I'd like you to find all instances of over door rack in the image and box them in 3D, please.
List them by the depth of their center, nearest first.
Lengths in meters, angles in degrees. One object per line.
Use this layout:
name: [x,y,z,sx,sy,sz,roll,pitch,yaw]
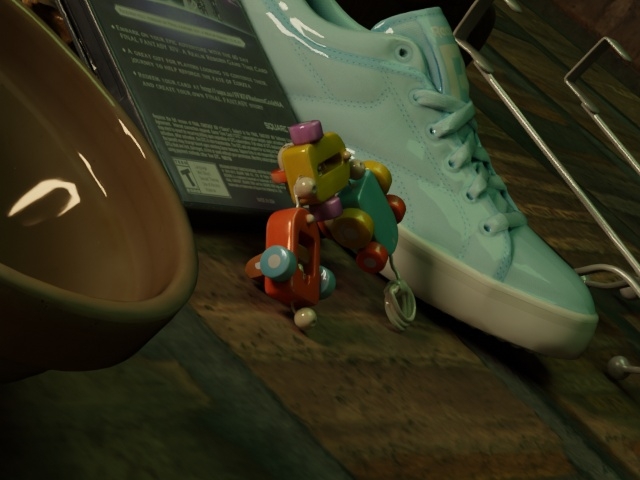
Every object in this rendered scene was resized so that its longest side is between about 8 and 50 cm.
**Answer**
over door rack: [0.224,-0.027,1.444,0.239,0.108,0.324,9,53,-58]

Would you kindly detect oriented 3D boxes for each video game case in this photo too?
video game case: [-0.093,-0.128,1.091,0.196,0.026,0.274,5,55,-62]

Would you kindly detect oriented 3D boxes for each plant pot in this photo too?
plant pot: [-0.167,-0.025,0.637,0.237,0.110,0.237,41,17,-16]

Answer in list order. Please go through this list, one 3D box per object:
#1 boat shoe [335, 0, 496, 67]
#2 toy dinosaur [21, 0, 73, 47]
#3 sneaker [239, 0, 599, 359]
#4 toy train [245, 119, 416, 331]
boat shoe: [0.042,-0.223,1.653,0.123,0.123,0.342,46,25,26]
toy dinosaur: [-0.187,-0.175,1.123,0.112,0.064,0.211,34,16,-6]
sneaker: [0.059,-0.073,1.198,0.366,0.150,0.135,39,17,7]
toy train: [0.000,0.000,1.045,0.166,0.046,0.125,22,63,-61]
